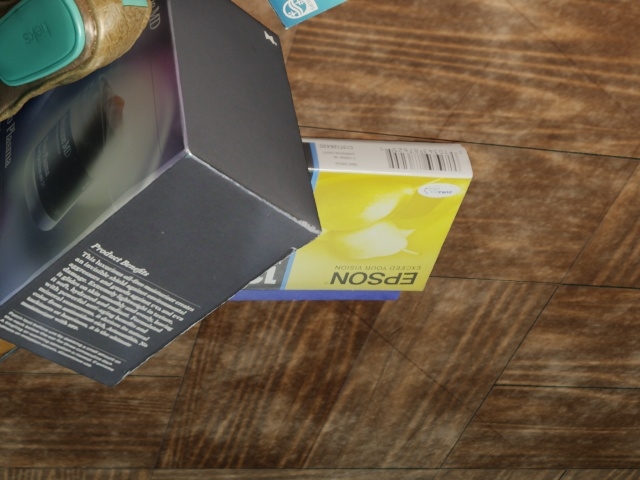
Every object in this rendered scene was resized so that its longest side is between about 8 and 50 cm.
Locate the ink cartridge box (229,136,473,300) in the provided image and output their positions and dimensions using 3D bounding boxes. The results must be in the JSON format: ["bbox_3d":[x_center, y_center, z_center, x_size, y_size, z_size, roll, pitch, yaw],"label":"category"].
[{"bbox_3d":[0.000,0.000,1.461,0.303,0.072,0.307,0,136,-15],"label":"ink cartridge box"}]

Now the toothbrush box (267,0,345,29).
[{"bbox_3d":[0.060,-0.341,0.966,0.295,0.216,0.126,-24,139,12],"label":"toothbrush box"}]

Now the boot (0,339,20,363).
[{"bbox_3d":[-0.420,0.064,1.368,0.264,0.096,0.280,-20,142,-13],"label":"boot"}]

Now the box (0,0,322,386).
[{"bbox_3d":[-0.181,-0.071,1.157,0.294,0.296,0.182,-36,134,24],"label":"box"}]

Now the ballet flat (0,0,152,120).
[{"bbox_3d":[-0.282,-0.179,1.097,0.342,0.116,0.124,-14,-172,41],"label":"ballet flat"}]
